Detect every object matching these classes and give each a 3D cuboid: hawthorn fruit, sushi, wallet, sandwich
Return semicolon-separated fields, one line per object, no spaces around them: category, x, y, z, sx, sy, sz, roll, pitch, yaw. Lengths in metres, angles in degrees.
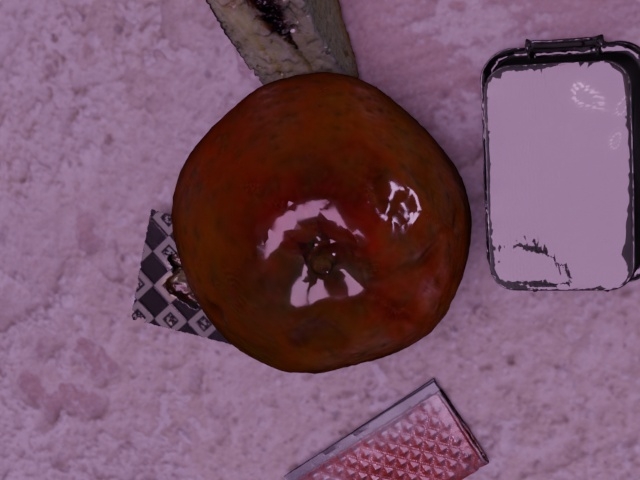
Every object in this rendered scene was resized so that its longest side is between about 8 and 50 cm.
hawthorn fruit;0.000;0.000;1.050;0.277;0.298;0.277;-1;104;-2
sushi;-0.130;0.037;1.242;0.120;0.026;0.126;15;107;10
wallet;0.067;0.235;1.224;0.196;0.020;0.103;-36;88;17
sandwich;-0.059;-0.259;1.056;0.099;0.254;0.288;-11;99;14

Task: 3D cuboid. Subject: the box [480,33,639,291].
box;0.221;-0.062;1.073;0.163;0.135;0.243;0;100;15
